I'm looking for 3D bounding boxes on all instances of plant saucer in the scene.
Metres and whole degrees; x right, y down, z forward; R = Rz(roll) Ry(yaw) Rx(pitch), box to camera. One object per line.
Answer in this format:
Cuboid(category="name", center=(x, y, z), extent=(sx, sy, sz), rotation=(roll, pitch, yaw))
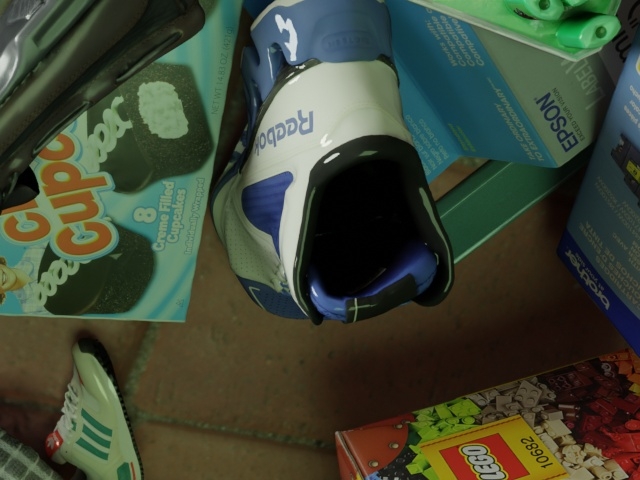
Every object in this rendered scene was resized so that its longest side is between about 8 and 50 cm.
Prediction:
Cuboid(category="plant saucer", center=(0.168, -0.045, 0.816), extent=(0.192, 0.018, 0.067), rotation=(-37, 123, 5))

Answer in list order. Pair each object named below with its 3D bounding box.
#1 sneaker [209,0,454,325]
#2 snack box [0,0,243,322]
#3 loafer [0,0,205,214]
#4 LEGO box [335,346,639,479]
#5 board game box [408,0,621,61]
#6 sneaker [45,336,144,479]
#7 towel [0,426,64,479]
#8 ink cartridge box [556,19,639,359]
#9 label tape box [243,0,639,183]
Cuboid(category="sneaker", center=(0.000, -0.001, 0.635), extent=(0.127, 0.182, 0.315), rotation=(-8, 147, -13))
Cuboid(category="snack box", center=(-0.168, -0.092, 0.652), extent=(0.187, 0.060, 0.322), rotation=(4, 117, -19))
Cuboid(category="loafer", center=(-0.193, -0.062, 0.567), extent=(0.095, 0.109, 0.302), rotation=(37, 101, -33))
Cuboid(category="LEGO box", center=(0.238, 0.367, 0.821), extent=(0.372, 0.193, 0.500), rotation=(-14, 119, -12))
Cuboid(category="board game box", center=(0.065, -0.346, 0.507), extent=(0.390, 0.050, 0.390), rotation=(18, 103, -10))
Cuboid(category="sneaker", center=(-0.205, 0.160, 0.783), extent=(0.075, 0.057, 0.161), rotation=(-17, 125, -15))
Cuboid(category="towel", center=(-0.259, 0.319, 0.744), extent=(0.284, 0.121, 0.235), rotation=(55, 51, -32))
Cuboid(category="ink cartridge box", center=(0.355, -0.061, 0.713), extent=(0.270, 0.151, 0.395), rotation=(-26, 150, -13))
Cuboid(category="label tape box", center=(0.152, -0.191, 0.673), extent=(0.347, 0.115, 0.249), rotation=(-39, 122, 4))
